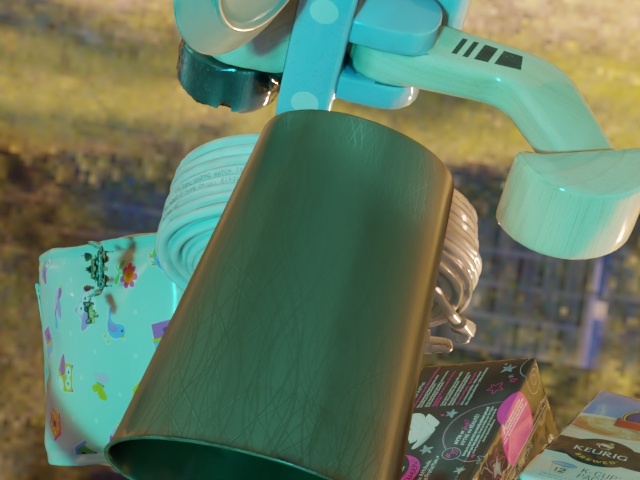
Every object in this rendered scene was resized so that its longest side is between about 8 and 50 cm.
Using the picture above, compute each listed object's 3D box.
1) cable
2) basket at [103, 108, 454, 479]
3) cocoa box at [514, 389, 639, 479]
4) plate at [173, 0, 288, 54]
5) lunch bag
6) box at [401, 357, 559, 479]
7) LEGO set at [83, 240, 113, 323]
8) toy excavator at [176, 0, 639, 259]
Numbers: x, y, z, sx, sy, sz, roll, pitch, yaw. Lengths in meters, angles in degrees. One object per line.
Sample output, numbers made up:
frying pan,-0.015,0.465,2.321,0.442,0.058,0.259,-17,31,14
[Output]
cable,0.000,0.000,1.398,0.257,0.089,0.257,6,157,8
basket,-0.011,0.048,1.079,0.154,0.226,0.204,35,153,-34
cocoa box,0.276,0.335,1.440,0.231,0.347,0.228,14,-160,23
plate,-0.050,-0.233,1.449,0.024,0.188,0.188,33,-174,25
lunch bag,-0.173,0.106,1.696,0.262,0.223,0.160,-8,175,43
box,0.147,0.258,1.858,0.142,0.163,0.247,-5,-152,30
LEGO set,-0.191,0.033,1.528,0.023,0.054,0.083,-1,146,-13
toy excavator,0.091,-0.195,1.666,0.445,0.433,0.222,12,132,0
